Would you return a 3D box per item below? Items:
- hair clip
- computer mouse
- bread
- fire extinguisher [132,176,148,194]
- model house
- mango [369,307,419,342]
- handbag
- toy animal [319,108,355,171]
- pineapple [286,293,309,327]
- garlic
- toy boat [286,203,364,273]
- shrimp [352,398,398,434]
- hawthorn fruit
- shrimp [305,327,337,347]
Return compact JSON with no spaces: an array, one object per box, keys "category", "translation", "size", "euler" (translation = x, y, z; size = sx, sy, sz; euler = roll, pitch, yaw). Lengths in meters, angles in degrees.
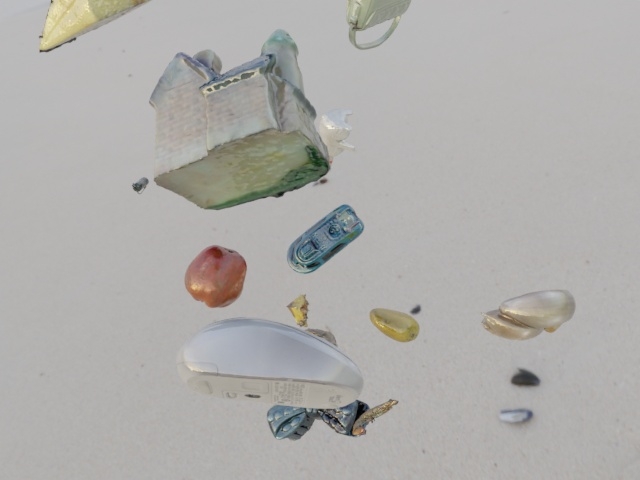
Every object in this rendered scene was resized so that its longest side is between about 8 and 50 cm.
[{"category":"hair clip","translation":[-0.006,0.493,1.670],"size":[0.310,0.194,0.206],"euler":[-13,63,24]},{"category":"computer mouse","translation":[-0.079,0.193,0.890],"size":[0.297,0.184,0.121],"euler":[2,57,2]},{"category":"bread","translation":[-0.691,-0.785,1.705],"size":[0.405,0.242,0.345],"euler":[-1,32,36]},{"category":"fire extinguisher","translation":[-0.497,-0.149,1.515],"size":[0.025,0.038,0.083],"euler":[-17,19,8]},{"category":"model house","translation":[-0.155,-0.242,1.049],"size":[0.299,0.243,0.284],"euler":[-16,73,17]},{"category":"mango","translation":[0.271,0.310,2.041],"size":[0.195,0.098,0.137],"euler":[22,16,11]},{"category":"handbag","translation":[0.139,-0.549,1.270],"size":[0.079,0.219,0.256],"euler":[33,43,17]},{"category":"toy animal","translation":[0.065,-0.408,2.240],"size":[0.138,0.282,0.140],"euler":[-6,56,-3]},{"category":"pineapple","translation":[-0.071,0.248,1.861],"size":[0.077,0.114,0.114],"euler":[-12,16,-4]},{"category":"garlic","translation":[0.687,0.243,1.784],"size":[0.325,0.279,0.132],"euler":[-4,61,-35]},{"category":"toy boat","translation":[0.000,0.000,1.852],"size":[0.299,0.134,0.092],"euler":[-39,-10,15]},{"category":"shrimp","translation":[0.122,0.396,1.235],"size":[0.127,0.025,0.091],"euler":[-39,-1,20]},{"category":"hawthorn fruit","translation":[-0.296,0.103,1.579],"size":[0.189,0.189,0.189],"euler":[-17,32,11]},{"category":"shrimp","translation":[-0.043,0.363,1.896],"size":[0.173,0.058,0.253],"euler":[-45,43,-16]}]
